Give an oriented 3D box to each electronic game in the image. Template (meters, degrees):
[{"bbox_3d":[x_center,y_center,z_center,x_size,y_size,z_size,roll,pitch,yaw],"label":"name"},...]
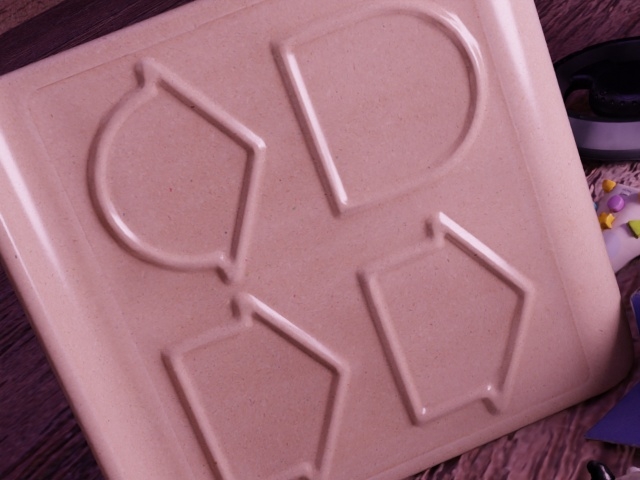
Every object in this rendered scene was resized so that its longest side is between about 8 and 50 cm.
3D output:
[{"bbox_3d":[0.313,-0.143,0.989,0.229,0.048,0.229,-11,33,7],"label":"electronic game"}]

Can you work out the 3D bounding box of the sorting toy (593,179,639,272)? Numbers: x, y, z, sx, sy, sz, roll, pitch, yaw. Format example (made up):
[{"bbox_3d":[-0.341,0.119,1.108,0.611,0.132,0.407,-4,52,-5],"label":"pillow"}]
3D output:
[{"bbox_3d":[0.231,-0.005,0.792,0.075,0.045,0.083,-47,31,-11],"label":"sorting toy"}]

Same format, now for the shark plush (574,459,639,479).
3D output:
[{"bbox_3d":[0.173,0.146,0.506,0.161,0.073,0.067,13,71,43],"label":"shark plush"}]

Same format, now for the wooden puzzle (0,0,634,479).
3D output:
[{"bbox_3d":[0.000,0.000,0.616,0.347,0.322,0.080,-24,16,-9],"label":"wooden puzzle"}]

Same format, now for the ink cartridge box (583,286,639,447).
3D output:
[{"bbox_3d":[0.334,0.012,0.552,0.307,0.072,0.303,-32,11,-28],"label":"ink cartridge box"}]
